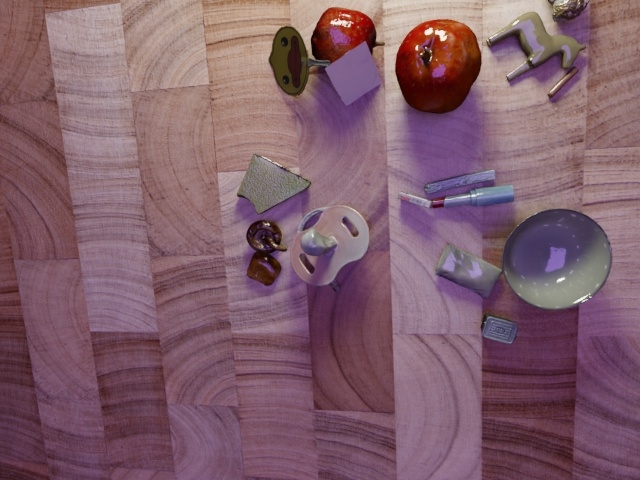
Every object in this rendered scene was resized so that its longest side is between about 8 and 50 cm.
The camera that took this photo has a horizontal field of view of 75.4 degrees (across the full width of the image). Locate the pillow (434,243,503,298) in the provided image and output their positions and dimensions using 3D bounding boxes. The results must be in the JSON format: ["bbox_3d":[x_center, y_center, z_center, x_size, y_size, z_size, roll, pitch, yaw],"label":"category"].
[{"bbox_3d":[0.540,0.114,1.518,0.229,0.051,0.128,27,105,3],"label":"pillow"}]

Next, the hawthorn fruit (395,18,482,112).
[{"bbox_3d":[0.359,-0.553,1.300,0.287,0.330,0.287,4,100,25],"label":"hawthorn fruit"}]

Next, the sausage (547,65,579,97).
[{"bbox_3d":[0.808,-0.527,1.385,0.026,0.026,0.116,43,103,1],"label":"sausage"}]

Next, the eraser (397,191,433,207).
[{"bbox_3d":[0.342,-0.147,1.492,0.122,0.052,0.029,23,104,23],"label":"eraser"}]

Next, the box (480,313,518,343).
[{"bbox_3d":[0.651,0.321,1.522,0.122,0.069,0.084,15,99,7],"label":"box"}]

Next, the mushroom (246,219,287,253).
[{"bbox_3d":[-0.202,-0.007,1.609,0.170,0.080,0.135,35,115,2],"label":"mushroom"}]

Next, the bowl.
[{"bbox_3d":[0.775,0.053,1.414,0.337,0.157,0.337,1,98,8],"label":"bowl"}]

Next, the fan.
[{"bbox_3d":[-0.081,-0.614,1.431,0.335,0.011,0.229,27,129,43],"label":"fan"}]

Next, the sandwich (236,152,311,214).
[{"bbox_3d":[-0.184,-0.188,1.590,0.245,0.063,0.212,28,106,5],"label":"sandwich"}]

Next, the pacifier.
[{"bbox_3d":[0.021,0.016,1.510,0.332,0.273,0.220,-40,107,14],"label":"pacifier"}]

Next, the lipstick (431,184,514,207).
[{"bbox_3d":[0.534,-0.149,1.469,0.274,0.068,0.061,-7,126,18],"label":"lipstick"}]

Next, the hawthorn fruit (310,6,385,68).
[{"bbox_3d":[0.092,-0.666,1.393,0.250,0.215,0.215,9,100,-5],"label":"hawthorn fruit"}]

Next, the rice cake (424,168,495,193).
[{"bbox_3d":[0.493,-0.210,1.477,0.245,0.045,0.042,-13,99,11],"label":"rice cake"}]

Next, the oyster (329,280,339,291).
[{"bbox_3d":[0.029,0.167,1.605,0.038,0.081,0.083,-41,56,35],"label":"oyster"}]

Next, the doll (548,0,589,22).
[{"bbox_3d":[0.761,-0.802,1.312,0.115,0.105,0.221,-29,85,54],"label":"doll"}]

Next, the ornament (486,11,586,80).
[{"bbox_3d":[0.714,-0.638,1.364,0.245,0.061,0.230,-29,95,16],"label":"ornament"}]

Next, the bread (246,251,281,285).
[{"bbox_3d":[-0.229,0.117,1.651,0.129,0.044,0.126,28,104,1],"label":"bread"}]

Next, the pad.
[{"bbox_3d":[0.115,-0.556,1.401,0.156,0.232,0.004,-31,67,12],"label":"pad"}]
